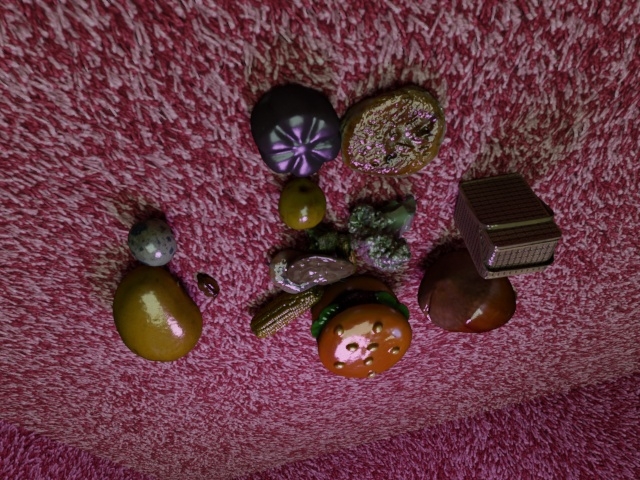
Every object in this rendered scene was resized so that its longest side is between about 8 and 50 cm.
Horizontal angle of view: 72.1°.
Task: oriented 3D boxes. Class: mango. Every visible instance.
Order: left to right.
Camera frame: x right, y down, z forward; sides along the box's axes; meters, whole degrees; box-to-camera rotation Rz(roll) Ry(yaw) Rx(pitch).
[{"bbox_3d":[-0.586,0.267,1.588,0.301,0.220,0.445,0,133,-7],"label":"mango"}]

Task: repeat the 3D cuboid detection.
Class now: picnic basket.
[{"bbox_3d":[0.586,-0.053,1.403,0.228,0.312,0.175,-9,138,-1],"label":"picnic basket"}]

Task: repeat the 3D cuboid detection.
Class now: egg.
[{"bbox_3d":[-0.523,0.010,1.382,0.141,0.141,0.181,-9,145,-1],"label":"egg"}]

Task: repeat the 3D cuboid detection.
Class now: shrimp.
[{"bbox_3d":[-0.046,0.132,1.626,0.317,0.062,0.164,17,109,-24],"label":"shrimp"}]

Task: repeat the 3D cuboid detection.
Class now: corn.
[{"bbox_3d":[-0.141,0.276,1.754,0.363,0.120,0.120,-35,132,20],"label":"corn"},{"bbox_3d":[0.093,0.052,1.597,0.068,0.068,0.207,-13,136,3],"label":"corn"}]

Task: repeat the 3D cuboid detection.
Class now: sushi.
[{"bbox_3d":[-0.420,0.176,1.641,0.055,0.052,0.120,-11,143,27],"label":"sushi"}]

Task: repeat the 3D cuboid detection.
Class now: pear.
[{"bbox_3d":[-0.055,-0.106,1.345,0.149,0.149,0.162,-1,131,-10],"label":"pear"}]

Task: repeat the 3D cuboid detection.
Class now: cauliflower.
[{"bbox_3d":[0.223,-0.040,1.457,0.256,0.239,0.315,45,99,1],"label":"cauliflower"}]

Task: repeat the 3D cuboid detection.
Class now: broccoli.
[{"bbox_3d":[0.000,0.000,1.499,0.120,0.131,0.130,50,133,-2],"label":"broccoli"}]

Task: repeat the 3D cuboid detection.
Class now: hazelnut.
[{"bbox_3d":[0.556,0.202,1.668,0.372,0.372,0.315,18,91,-27],"label":"hazelnut"}]

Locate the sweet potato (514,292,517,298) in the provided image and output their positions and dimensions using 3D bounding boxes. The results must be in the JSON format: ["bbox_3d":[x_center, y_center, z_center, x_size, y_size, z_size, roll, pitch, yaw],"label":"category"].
[{"bbox_3d":[0.822,0.233,1.947,0.214,0.050,0.050,19,130,-32],"label":"sweet potato"}]

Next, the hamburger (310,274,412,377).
[{"bbox_3d":[0.171,0.355,1.727,0.396,0.277,0.395,-5,123,-8],"label":"hamburger"}]

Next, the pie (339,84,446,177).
[{"bbox_3d":[0.208,-0.295,1.240,0.315,0.092,0.315,-5,136,-4],"label":"pie"}]

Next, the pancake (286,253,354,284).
[{"bbox_3d":[-0.001,0.100,1.523,0.236,0.042,0.222,-3,148,-4],"label":"pancake"}]

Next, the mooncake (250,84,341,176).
[{"bbox_3d":[-0.063,-0.285,1.172,0.245,0.133,0.245,-10,142,-8],"label":"mooncake"}]
